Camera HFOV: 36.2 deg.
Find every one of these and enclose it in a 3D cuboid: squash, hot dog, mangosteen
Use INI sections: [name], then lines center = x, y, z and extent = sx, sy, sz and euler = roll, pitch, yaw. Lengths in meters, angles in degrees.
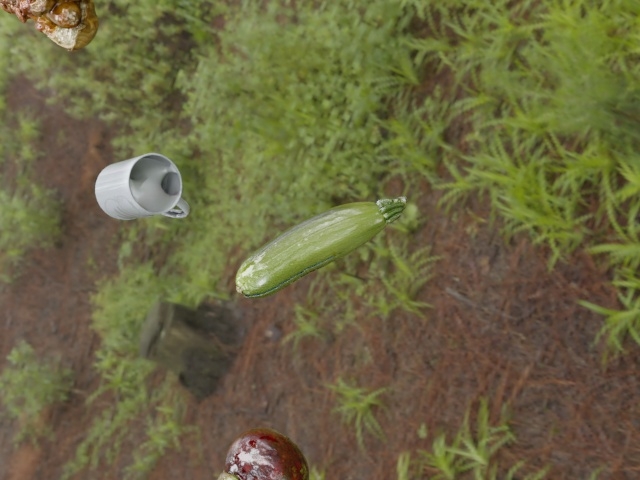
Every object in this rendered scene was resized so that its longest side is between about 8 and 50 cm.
[squash]
center = 0.000, 0.000, 1.686
extent = 0.341, 0.094, 0.094
euler = -29, 29, -13
[hot dog]
center = -0.453, -0.403, 1.497
extent = 0.349, 0.117, 0.158
euler = 42, 153, 42
[mangosteen]
center = -0.110, 0.387, 1.589
extent = 0.146, 0.181, 0.156
euler = 62, 158, 9

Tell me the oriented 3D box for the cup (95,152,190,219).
[cup]
center = -0.292, -0.072, 1.621
extent = 0.099, 0.136, 0.133
euler = -43, 22, -32
